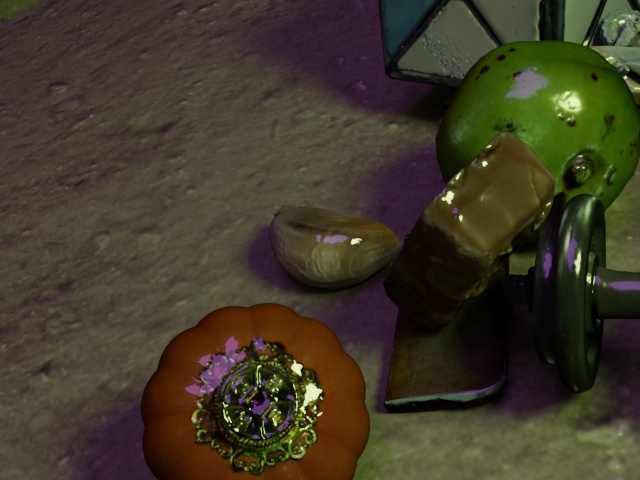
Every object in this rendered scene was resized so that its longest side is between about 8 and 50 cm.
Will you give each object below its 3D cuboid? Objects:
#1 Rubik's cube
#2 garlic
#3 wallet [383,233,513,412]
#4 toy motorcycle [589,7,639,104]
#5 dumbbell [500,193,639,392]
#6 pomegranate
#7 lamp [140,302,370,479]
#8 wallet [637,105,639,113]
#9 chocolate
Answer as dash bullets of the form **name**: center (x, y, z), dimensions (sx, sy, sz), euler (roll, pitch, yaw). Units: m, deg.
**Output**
- **Rubik's cube**: center (0.270, -0.384, 1.200), dimensions (0.305, 0.307, 0.310), euler (20, 40, 37)
- **garlic**: center (-0.003, 0.008, 1.087), dimensions (0.195, 0.087, 0.101), euler (14, 37, 41)
- **wallet**: center (0.149, 0.083, 0.962), dimensions (0.137, 0.031, 0.255), euler (-5, 42, 18)
- **toy motorcycle**: center (0.416, -0.187, 1.072), dimensions (0.130, 0.094, 0.229), euler (-32, 72, -15)
- **dumbbell**: center (0.312, 0.053, 0.789), dimensions (0.290, 0.192, 0.192), euler (2, 44, 25)
- **pomegranate**: center (0.239, -0.126, 1.028), dimensions (0.236, 0.236, 0.302), euler (-29, 19, -9)
- **lamp**: center (-0.062, 0.170, 0.827), dimensions (0.223, 0.196, 0.223), euler (2, 71, -6)
- **wallet**: center (0.386, -0.182, 1.167), dimensions (0.095, 0.026, 0.176), euler (-8, 40, 8)
- **chocolate**: center (0.152, -0.005, 0.871), dimensions (0.093, 0.214, 0.148), euler (39, 65, 8)
